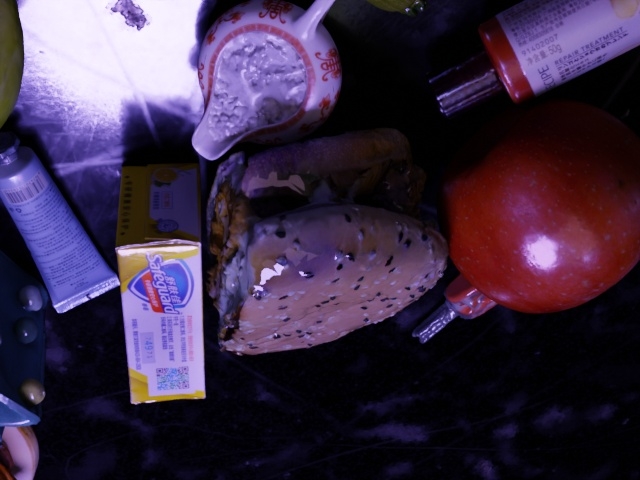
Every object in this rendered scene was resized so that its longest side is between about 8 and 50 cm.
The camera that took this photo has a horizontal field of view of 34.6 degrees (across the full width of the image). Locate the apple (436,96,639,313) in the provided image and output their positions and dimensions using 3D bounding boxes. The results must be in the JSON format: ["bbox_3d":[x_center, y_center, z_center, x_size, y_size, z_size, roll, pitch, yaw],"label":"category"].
[{"bbox_3d":[0.268,-0.049,1.209,0.260,0.260,0.216,-40,101,22],"label":"apple"}]

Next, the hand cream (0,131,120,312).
[{"bbox_3d":[-0.338,-0.017,1.263,0.091,0.058,0.271,-28,134,-9],"label":"hand cream"}]

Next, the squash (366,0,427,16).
[{"bbox_3d":[0.020,-0.309,1.074,0.258,0.069,0.069,26,121,-27],"label":"squash"}]

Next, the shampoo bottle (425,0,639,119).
[{"bbox_3d":[0.252,-0.224,1.160,0.278,0.104,0.104,-26,129,12],"label":"shampoo bottle"}]

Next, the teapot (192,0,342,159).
[{"bbox_3d":[-0.049,-0.193,1.120,0.159,0.116,0.245,40,123,8],"label":"teapot"}]

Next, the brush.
[{"bbox_3d":[0.244,0.043,1.403,0.051,0.070,0.323,35,117,-27],"label":"brush"}]

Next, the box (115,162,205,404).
[{"bbox_3d":[-0.194,0.054,1.275,0.097,0.168,0.265,-1,128,-6],"label":"box"}]

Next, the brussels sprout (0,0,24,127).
[{"bbox_3d":[-0.450,-0.200,0.973,0.344,0.268,0.344,1,110,2],"label":"brussels sprout"}]

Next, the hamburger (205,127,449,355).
[{"bbox_3d":[0.000,0.000,1.197,0.277,0.195,0.318,-10,159,-13],"label":"hamburger"}]

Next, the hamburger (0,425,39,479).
[{"bbox_3d":[-0.531,0.328,1.403,0.291,0.225,0.290,-3,122,-5],"label":"hamburger"}]

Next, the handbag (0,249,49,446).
[{"bbox_3d":[-0.415,0.076,1.187,0.100,0.268,0.274,-26,128,10],"label":"handbag"}]
